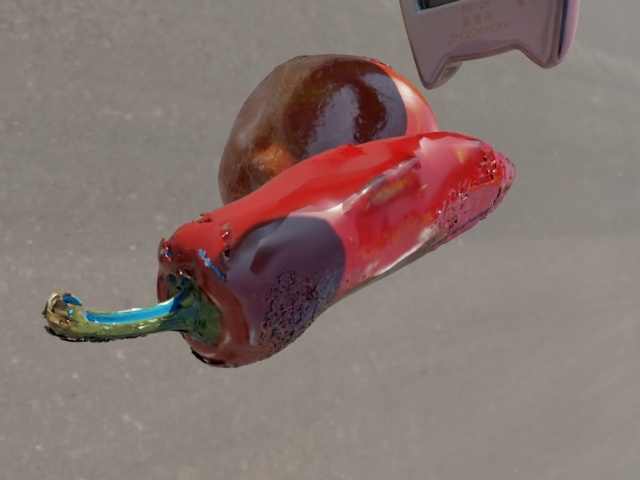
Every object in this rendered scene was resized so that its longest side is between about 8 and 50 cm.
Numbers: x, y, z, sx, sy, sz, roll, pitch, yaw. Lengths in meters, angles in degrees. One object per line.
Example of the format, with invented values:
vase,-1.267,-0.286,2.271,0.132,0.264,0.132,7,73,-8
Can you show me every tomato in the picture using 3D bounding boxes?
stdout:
tomato,0.005,-0.063,1.062,0.200,0.233,0.140,28,26,-15

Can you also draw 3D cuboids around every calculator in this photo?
calculator,0.131,-0.301,0.902,0.048,0.220,0.330,-13,98,-32

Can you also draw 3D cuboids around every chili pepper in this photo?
chili pepper,0.000,0.000,0.736,0.387,0.110,0.110,-27,106,-34
